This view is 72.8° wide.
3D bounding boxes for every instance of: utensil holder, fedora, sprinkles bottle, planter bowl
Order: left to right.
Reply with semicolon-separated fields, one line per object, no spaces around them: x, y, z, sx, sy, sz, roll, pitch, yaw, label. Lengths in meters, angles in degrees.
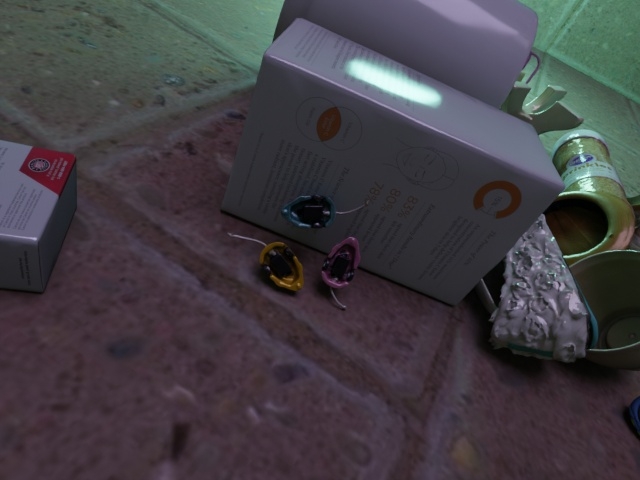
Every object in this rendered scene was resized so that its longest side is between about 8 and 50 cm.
0.142;-0.370;0.814;0.385;0.328;0.328;24;40;-5;utensil holder
0.426;-0.001;0.735;0.079;0.194;0.194;52;29;-31;fedora
0.584;-0.126;0.950;0.121;0.121;0.355;29;40;3;sprinkles bottle
0.411;0.110;0.594;0.109;0.162;0.162;44;34;-22;planter bowl

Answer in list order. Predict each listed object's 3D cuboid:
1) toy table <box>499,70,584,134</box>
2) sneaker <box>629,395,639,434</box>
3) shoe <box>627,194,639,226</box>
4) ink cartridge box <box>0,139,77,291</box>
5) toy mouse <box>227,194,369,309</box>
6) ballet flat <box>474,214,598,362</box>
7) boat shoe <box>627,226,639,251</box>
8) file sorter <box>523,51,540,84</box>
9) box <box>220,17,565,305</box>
0.480;-0.308;1.059;0.252;0.161;0.274;-24;62;-43;toy table
0.463;0.257;0.505;0.067;0.078;0.188;-19;58;-41;sneaker
0.671;-0.062;0.917;0.058;0.076;0.219;62;14;7;shoe
-0.328;-0.033;0.386;0.175;0.072;0.128;10;43;-20;ink cartridge box
0.000;0.000;0.507;0.161;0.143;0.031;47;-4;-11;toy mouse
0.281;-0.003;0.651;0.146;0.147;0.409;22;40;-6;ballet flat
0.733;0.006;0.938;0.169;0.059;0.063;9;43;-20;boat shoe
0.460;-0.513;1.239;0.182;0.202;0.291;19;40;-14;file sorter
0.079;-0.096;0.566;0.345;0.215;0.168;23;39;-6;box
